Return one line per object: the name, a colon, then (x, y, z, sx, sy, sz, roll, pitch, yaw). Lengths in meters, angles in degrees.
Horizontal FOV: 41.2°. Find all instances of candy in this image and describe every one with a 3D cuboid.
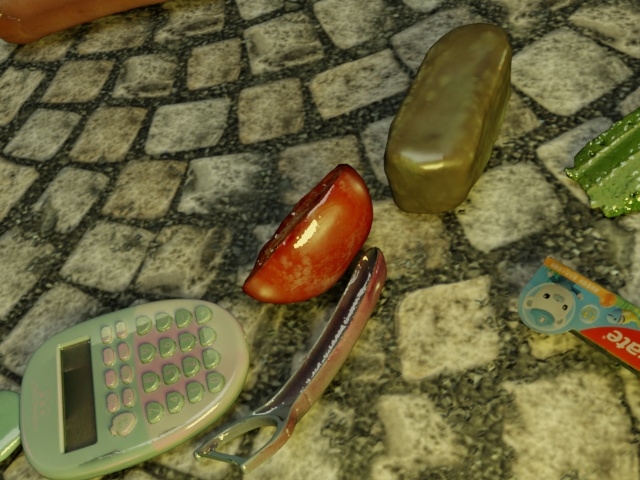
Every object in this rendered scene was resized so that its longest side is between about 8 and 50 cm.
candy: (0.149, -0.140, 0.970, 0.102, 0.104, 0.234, 12, 58, 19)

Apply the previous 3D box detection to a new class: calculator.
calculator: (-0.217, 0.156, 0.895, 0.298, 0.041, 0.185, -20, 50, 1)

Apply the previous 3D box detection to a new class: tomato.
tomato: (-0.005, 0.004, 0.910, 0.082, 0.166, 0.174, 40, 89, -8)

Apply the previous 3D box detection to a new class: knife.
knife: (-0.012, 0.120, 0.855, 0.123, 0.053, 0.278, -5, 39, 55)

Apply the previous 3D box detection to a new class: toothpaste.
toothpaste: (0.264, 0.090, 0.766, 0.070, 0.044, 0.193, -52, 42, -1)

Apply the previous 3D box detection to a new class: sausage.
sausage: (-0.315, -0.393, 1.321, 0.419, 0.094, 0.094, -12, 73, 8)

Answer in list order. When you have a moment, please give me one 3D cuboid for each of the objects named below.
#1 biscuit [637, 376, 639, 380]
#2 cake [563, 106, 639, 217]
biscuit: (0.359, 0.096, 0.765, 0.144, 0.040, 0.236, 6, 53, 28)
cake: (0.390, -0.102, 0.909, 0.235, 0.099, 0.100, -37, 49, 15)
